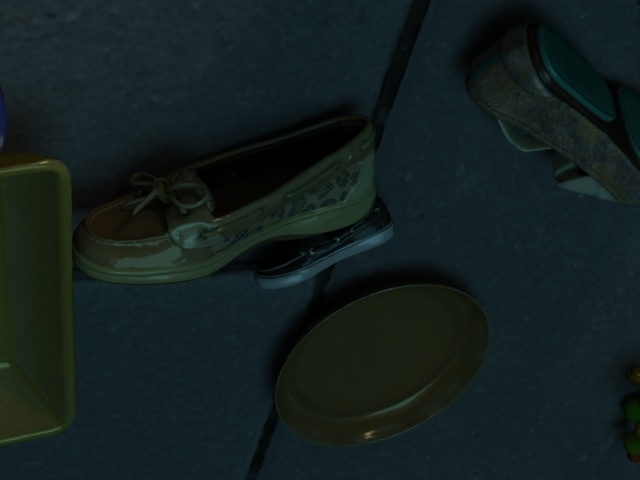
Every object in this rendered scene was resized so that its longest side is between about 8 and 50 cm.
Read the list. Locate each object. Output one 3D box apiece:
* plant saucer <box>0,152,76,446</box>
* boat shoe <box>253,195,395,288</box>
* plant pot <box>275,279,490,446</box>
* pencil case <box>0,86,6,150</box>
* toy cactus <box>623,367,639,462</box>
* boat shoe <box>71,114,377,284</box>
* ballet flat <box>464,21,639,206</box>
[{"bbox_3d":[-0.377,0.059,1.415,0.333,0.081,0.332,-10,136,-17],"label":"plant saucer"},{"bbox_3d":[0.000,0.000,1.577,0.142,0.049,0.040,-24,119,-6],"label":"boat shoe"},{"bbox_3d":[0.061,0.121,1.735,0.236,0.032,0.236,-14,136,-13],"label":"plant pot"},{"bbox_3d":[-0.310,-0.164,1.193,0.133,0.119,0.306,-35,142,-26],"label":"pencil case"},{"bbox_3d":[0.427,0.232,1.934,0.112,0.180,0.219,-41,146,-15],"label":"toy cactus"},{"bbox_3d":[-0.083,-0.042,1.458,0.285,0.104,0.089,-19,134,-24],"label":"boat shoe"},{"bbox_3d":[0.243,-0.102,1.571,0.106,0.107,0.316,-27,137,31],"label":"ballet flat"}]
